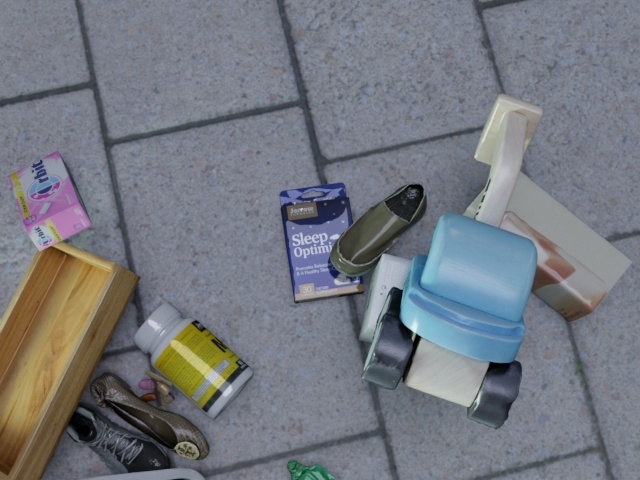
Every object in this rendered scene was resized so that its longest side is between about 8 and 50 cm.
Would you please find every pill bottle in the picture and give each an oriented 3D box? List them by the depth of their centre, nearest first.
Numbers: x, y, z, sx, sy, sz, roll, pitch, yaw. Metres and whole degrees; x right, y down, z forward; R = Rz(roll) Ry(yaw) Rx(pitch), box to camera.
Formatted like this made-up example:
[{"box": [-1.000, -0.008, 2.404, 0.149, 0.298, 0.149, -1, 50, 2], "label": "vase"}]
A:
[{"box": [-0.235, 0.217, 1.761, 0.208, 0.119, 0.119, 41, 80, 5], "label": "pill bottle"}]

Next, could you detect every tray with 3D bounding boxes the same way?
[{"box": [-0.499, 0.212, 1.718, 0.202, 0.076, 0.411, 18, 78, 33], "label": "tray"}]

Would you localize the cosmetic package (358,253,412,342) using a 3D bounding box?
[{"box": [0.197, 0.132, 1.740, 0.224, 0.224, 0.138, 12, 78, 1], "label": "cosmetic package"}]

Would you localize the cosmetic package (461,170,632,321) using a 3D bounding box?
[{"box": [0.412, 0.005, 1.811, 0.296, 0.153, 0.129, 40, 79, 7], "label": "cosmetic package"}]

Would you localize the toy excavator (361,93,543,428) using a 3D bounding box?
[{"box": [0.256, 0.007, 1.522, 0.222, 0.433, 0.445, 21, 106, 2], "label": "toy excavator"}]

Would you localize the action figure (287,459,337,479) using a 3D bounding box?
[{"box": [0.019, 0.490, 1.745, 0.137, 0.063, 0.232, -39, 87, -7], "label": "action figure"}]

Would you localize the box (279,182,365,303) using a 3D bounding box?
[{"box": [0.000, 0.000, 1.856, 0.136, 0.036, 0.225, -9, 78, -4], "label": "box"}]

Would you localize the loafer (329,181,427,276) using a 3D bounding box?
[{"box": [0.112, -0.032, 1.807, 0.094, 0.087, 0.251, 39, 62, 12], "label": "loafer"}]

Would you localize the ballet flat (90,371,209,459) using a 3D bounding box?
[{"box": [-0.314, 0.327, 1.741, 0.249, 0.058, 0.084, 34, 124, 5], "label": "ballet flat"}]

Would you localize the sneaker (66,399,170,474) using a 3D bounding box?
[{"box": [-0.379, 0.365, 1.719, 0.228, 0.132, 0.086, 30, 79, 4], "label": "sneaker"}]

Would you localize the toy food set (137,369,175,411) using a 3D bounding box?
[{"box": [-0.304, 0.290, 1.767, 0.077, 0.019, 0.122, 26, 121, 10], "label": "toy food set"}]

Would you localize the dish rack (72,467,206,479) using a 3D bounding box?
[{"box": [-0.329, 0.575, 1.673, 0.285, 0.072, 0.333, 1, 77, -28], "label": "dish rack"}]

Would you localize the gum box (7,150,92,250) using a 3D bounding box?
[{"box": [-0.508, -0.079, 1.797, 0.107, 0.062, 0.188, -27, 46, -7], "label": "gum box"}]
